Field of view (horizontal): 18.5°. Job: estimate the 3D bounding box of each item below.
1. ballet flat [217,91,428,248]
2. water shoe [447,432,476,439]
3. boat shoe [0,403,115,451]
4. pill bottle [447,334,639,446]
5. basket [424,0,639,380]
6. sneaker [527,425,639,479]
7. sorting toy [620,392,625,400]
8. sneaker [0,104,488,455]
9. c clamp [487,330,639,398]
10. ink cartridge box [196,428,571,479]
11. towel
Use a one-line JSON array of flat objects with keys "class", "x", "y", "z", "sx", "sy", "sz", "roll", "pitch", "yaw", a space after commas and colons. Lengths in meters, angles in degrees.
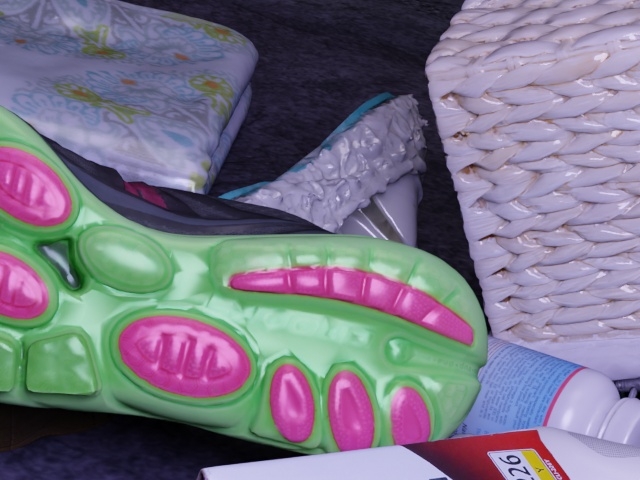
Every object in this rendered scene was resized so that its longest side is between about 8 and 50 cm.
[{"class": "ballet flat", "x": 0.000, "y": 0.000, "z": 1.558, "sx": 0.147, "sy": 0.147, "sz": 0.409, "roll": 20, "pitch": 27, "yaw": 20}, {"class": "water shoe", "x": 0.094, "y": 0.178, "z": 1.215, "sx": 0.080, "sy": 0.073, "sz": 0.203, "roll": 21, "pitch": 24, "yaw": 10}, {"class": "boat shoe", "x": -0.199, "y": 0.103, "z": 1.282, "sx": 0.152, "sy": 0.056, "sz": 0.049, "roll": 2, "pitch": 18, "yaw": -45}, {"class": "pill bottle", "x": 0.146, "y": 0.120, "z": 1.333, "sx": 0.160, "sy": 0.087, "sz": 0.087, "roll": 17, "pitch": 22, "yaw": 32}, {"class": "basket", "x": 0.275, "y": -0.094, "z": 1.423, "sx": 0.331, "sy": 0.266, "sz": 0.328, "roll": -9, "pitch": 27, "yaw": 23}, {"class": "sneaker", "x": 0.338, "y": 0.128, "z": 1.162, "sx": 0.447, "sy": 0.257, "sz": 0.169, "roll": 18, "pitch": -6, "yaw": 3}, {"class": "sorting toy", "x": 0.206, "y": 0.106, "z": 1.491, "sx": 0.061, "sy": 0.042, "sz": 0.102, "roll": 11, "pitch": 29, "yaw": 42}, {"class": "sneaker", "x": -0.138, "y": 0.034, "z": 1.255, "sx": 0.482, "sy": 0.185, "sz": 0.202, "roll": 21, "pitch": -7, "yaw": -5}, {"class": "c clamp", "x": 0.170, "y": 0.095, "z": 1.435, "sx": 0.160, "sy": 0.022, "sz": 0.137, "roll": -1, "pitch": 35, "yaw": 35}, {"class": "ink cartridge box", "x": 0.048, "y": 0.245, "z": 0.892, "sx": 0.271, "sy": 0.130, "sz": 0.309, "roll": -4, "pitch": 39, "yaw": -31}, {"class": "towel", "x": -0.232, "y": -0.142, "z": 1.788, "sx": 0.320, "sy": 0.090, "sz": 0.374, "roll": 12, "pitch": 23, "yaw": 2}]
